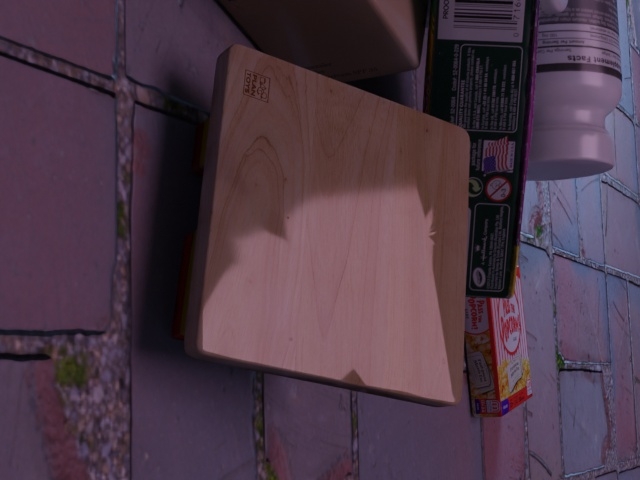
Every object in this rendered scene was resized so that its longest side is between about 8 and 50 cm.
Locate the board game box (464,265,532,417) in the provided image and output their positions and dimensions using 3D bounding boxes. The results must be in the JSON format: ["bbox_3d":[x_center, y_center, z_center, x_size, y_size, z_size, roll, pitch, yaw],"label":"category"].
[{"bbox_3d":[0.246,0.137,1.534,0.147,0.045,0.193,-10,94,-63],"label":"board game box"}]

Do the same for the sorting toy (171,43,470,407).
[{"bbox_3d":[0.000,0.000,0.941,0.256,0.089,0.257,16,68,-31],"label":"sorting toy"}]

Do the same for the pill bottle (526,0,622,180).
[{"bbox_3d":[0.325,-0.278,1.588,0.210,0.210,0.362,11,76,-62],"label":"pill bottle"}]

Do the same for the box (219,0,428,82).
[{"bbox_3d":[-0.027,-0.275,0.977,0.311,0.148,0.121,42,49,-51],"label":"box"}]

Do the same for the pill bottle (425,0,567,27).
[{"bbox_3d":[0.203,-0.322,1.375,0.108,0.194,0.108,22,65,-60],"label":"pill bottle"}]

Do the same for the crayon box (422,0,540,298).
[{"bbox_3d":[0.163,-0.154,1.188,0.313,0.106,0.362,-71,164,-76],"label":"crayon box"}]
